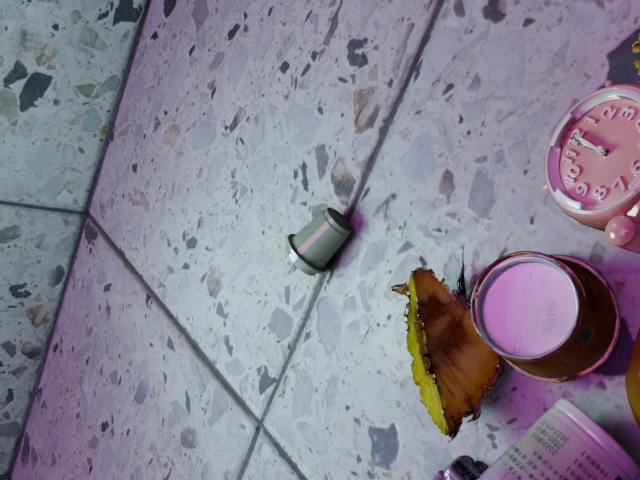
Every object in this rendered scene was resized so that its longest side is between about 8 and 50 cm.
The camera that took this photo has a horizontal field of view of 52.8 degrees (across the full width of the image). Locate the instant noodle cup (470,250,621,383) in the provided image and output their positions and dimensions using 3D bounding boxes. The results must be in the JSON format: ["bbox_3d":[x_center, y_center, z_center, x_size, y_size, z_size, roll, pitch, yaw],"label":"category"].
[{"bbox_3d":[0.343,0.112,1.015,0.215,0.172,0.216,-9,73,32],"label":"instant noodle cup"}]

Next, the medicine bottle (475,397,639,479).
[{"bbox_3d":[0.329,0.378,0.963,0.254,0.152,0.152,-44,50,-1],"label":"medicine bottle"}]

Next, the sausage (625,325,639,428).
[{"bbox_3d":[0.506,0.161,0.916,0.112,0.112,0.328,22,103,46],"label":"sausage"}]

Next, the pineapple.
[{"bbox_3d":[0.241,0.197,1.192,0.161,0.158,0.335,91,164,-59],"label":"pineapple"}]

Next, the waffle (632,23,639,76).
[{"bbox_3d":[0.575,-0.336,0.885,0.307,0.060,0.312,-139,57,-59],"label":"waffle"}]

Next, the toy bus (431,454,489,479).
[{"bbox_3d":[0.279,0.470,1.107,0.199,0.108,0.096,41,114,42],"label":"toy bus"}]

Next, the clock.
[{"bbox_3d":[0.462,-0.122,0.987,0.241,0.142,0.227,49,119,50],"label":"clock"}]

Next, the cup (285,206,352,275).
[{"bbox_3d":[0.000,0.000,1.474,0.141,0.120,0.120,-43,55,22],"label":"cup"}]
